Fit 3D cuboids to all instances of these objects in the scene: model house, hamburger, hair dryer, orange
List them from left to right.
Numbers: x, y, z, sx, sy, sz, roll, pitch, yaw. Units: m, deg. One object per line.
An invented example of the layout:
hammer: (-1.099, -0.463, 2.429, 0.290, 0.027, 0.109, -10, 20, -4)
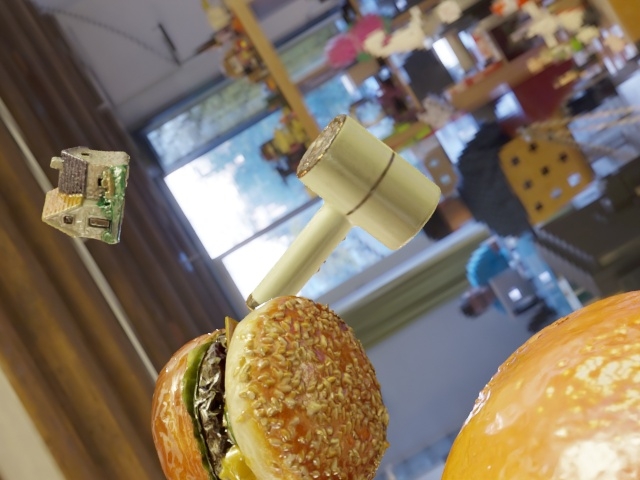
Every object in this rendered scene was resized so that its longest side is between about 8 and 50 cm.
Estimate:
model house: (-0.292, -0.059, 1.539, 0.088, 0.100, 0.101, -99, 19, -63)
hamburger: (-0.050, 0.213, 1.513, 0.291, 0.225, 0.291, 33, -134, -43)
hair dryer: (0.000, 0.000, 1.935, 0.203, 0.362, 0.128, 37, -170, -13)
orange: (0.253, 0.243, 0.929, 0.424, 0.326, 0.424, 10, -90, -66)
